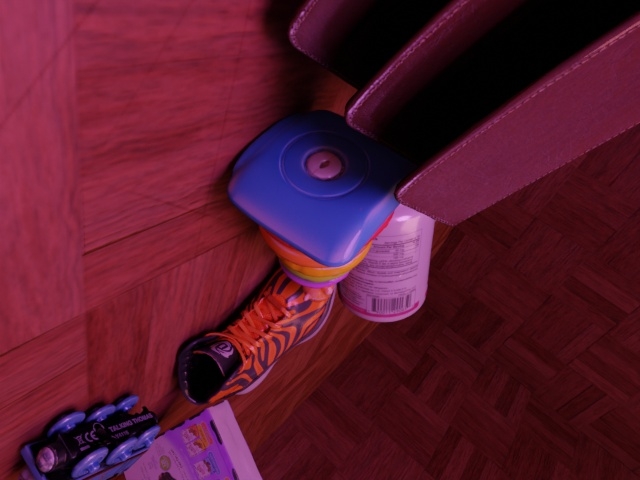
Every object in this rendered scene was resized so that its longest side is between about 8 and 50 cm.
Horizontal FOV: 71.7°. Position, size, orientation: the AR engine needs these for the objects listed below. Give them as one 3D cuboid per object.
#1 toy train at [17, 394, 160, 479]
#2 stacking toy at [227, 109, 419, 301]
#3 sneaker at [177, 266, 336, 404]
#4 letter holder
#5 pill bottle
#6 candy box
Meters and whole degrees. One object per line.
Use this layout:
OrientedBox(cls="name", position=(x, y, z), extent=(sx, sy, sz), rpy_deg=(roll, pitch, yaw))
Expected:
OrientedBox(cls="toy train", position=(-0.286, 0.264, 0.559), extent=(0.105, 0.080, 0.184), rpy_deg=(-47, 163, 6))
OrientedBox(cls="stacking toy", position=(0.000, 0.000, 0.576), extent=(0.175, 0.166, 0.302), rpy_deg=(-47, 160, -26))
OrientedBox(cls="sneaker", position=(-0.101, 0.149, 0.707), extent=(0.321, 0.124, 0.180), rpy_deg=(-54, 163, 9))
OrientedBox(cls="letter holder", position=(0.151, -0.163, 0.319), extent=(0.302, 0.152, 0.214), rpy_deg=(-33, 150, 32))
OrientedBox(cls="pill bottle", position=(0.102, -0.020, 0.714), extent=(0.160, 0.160, 0.283), rpy_deg=(-37, 138, -37))
OrientedBox(cls="candy box", position=(-0.215, 0.390, 0.738), extent=(0.196, 0.165, 0.070), rpy_deg=(-31, 166, 11))
